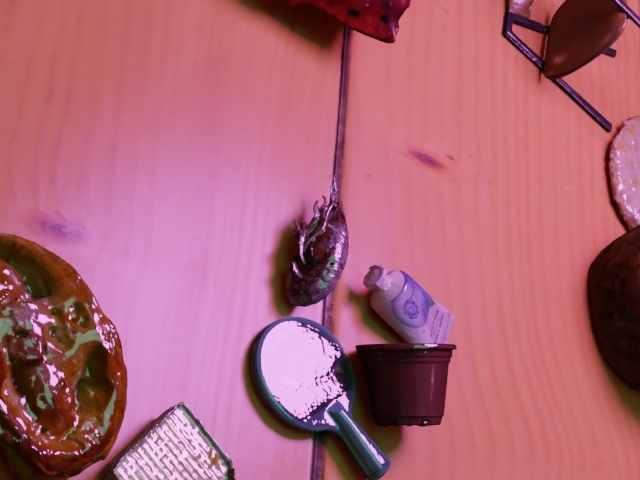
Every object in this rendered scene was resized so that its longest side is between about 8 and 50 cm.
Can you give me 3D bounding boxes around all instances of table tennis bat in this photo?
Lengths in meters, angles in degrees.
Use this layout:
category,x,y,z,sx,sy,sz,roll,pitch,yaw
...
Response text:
category,x,y,z,sx,sy,sz,roll,pitch,yaw
table tennis bat,0.004,0.170,1.802,0.201,0.033,0.124,52,50,0

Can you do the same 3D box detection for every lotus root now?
category,x,y,z,sx,sy,sz,roll,pitch,yaw
lotus root,0.414,0.082,2.105,0.138,0.119,0.234,1,71,-38

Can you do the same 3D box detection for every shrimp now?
category,x,y,z,sx,sy,sz,roll,pitch,yaw
shrimp,0.000,0.000,1.859,0.056,0.065,0.165,58,32,-47

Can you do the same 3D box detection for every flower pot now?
category,x,y,z,sx,sy,sz,roll,pitch,yaw
flower pot,0.093,0.157,1.839,0.111,0.111,0.089,3,83,-37

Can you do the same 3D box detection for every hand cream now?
category,x,y,z,sx,sy,sz,roll,pitch,yaw
hand cream,0.102,0.079,1.913,0.142,0.053,0.084,42,49,-29

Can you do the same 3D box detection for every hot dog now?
category,x,y,z,sx,sy,sz,roll,pitch,yaw
hot dog,-0.277,0.098,1.556,0.175,0.114,0.259,-26,88,-43

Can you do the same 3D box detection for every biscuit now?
category,x,y,z,sx,sy,sz,roll,pitch,yaw
biscuit,0.466,-0.070,2.273,0.220,0.033,0.219,16,61,-31
biscuit,-0.170,0.276,1.604,0.147,0.046,0.250,51,49,-6

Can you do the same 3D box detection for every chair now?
category,x,y,z,sx,sy,sz,roll,pitch,yaw
chair,0.347,-0.288,2.196,0.247,0.159,0.172,27,53,-28

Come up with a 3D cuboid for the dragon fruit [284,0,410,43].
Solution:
category,x,y,z,sx,sy,sz,roll,pitch,yaw
dragon fruit,0.002,-0.438,1.945,0.330,0.240,0.302,30,35,-33
